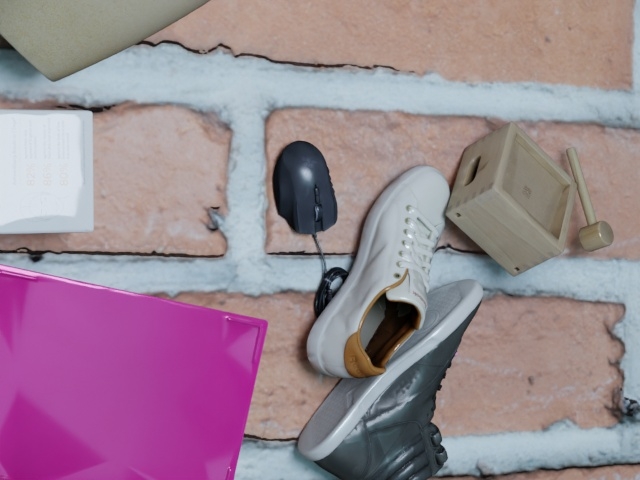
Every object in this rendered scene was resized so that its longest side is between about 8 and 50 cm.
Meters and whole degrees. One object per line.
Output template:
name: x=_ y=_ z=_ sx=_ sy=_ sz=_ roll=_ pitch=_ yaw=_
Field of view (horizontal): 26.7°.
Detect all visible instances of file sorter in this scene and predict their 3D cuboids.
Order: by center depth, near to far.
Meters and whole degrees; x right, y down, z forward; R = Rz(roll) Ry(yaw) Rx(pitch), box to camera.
file sorter: x=-0.239 y=0.147 z=1.407 sx=0.291 sy=0.182 sz=0.202 roll=14 pitch=87 yaw=-24

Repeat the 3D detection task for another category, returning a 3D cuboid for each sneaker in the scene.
sneaker: x=0.102 y=0.040 z=1.586 sx=0.106 sy=0.123 sz=0.290 roll=39 pitch=69 yaw=-34
sneaker: x=0.118 y=0.187 z=1.626 sx=0.296 sy=0.104 sz=0.147 roll=-47 pitch=111 yaw=-10

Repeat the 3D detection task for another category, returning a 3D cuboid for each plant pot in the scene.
plant pot: x=-0.224 y=-0.303 z=1.387 sx=0.274 sy=0.256 sz=0.256 roll=-44 pitch=109 yaw=-1

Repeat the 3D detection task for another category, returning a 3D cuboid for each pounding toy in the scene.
pounding toy: x=0.268 y=-0.043 z=1.688 sx=0.206 sy=0.094 sz=0.181 roll=41 pitch=44 yaw=-21

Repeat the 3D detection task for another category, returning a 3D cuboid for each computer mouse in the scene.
computer mouse: x=0.000 y=0.000 z=1.594 sx=0.071 sy=0.041 sz=0.242 roll=-19 pitch=100 yaw=-24

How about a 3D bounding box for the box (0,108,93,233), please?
box: x=-0.331 y=-0.072 z=1.408 sx=0.171 sy=0.091 sz=0.130 roll=-1 pitch=92 yaw=-25
